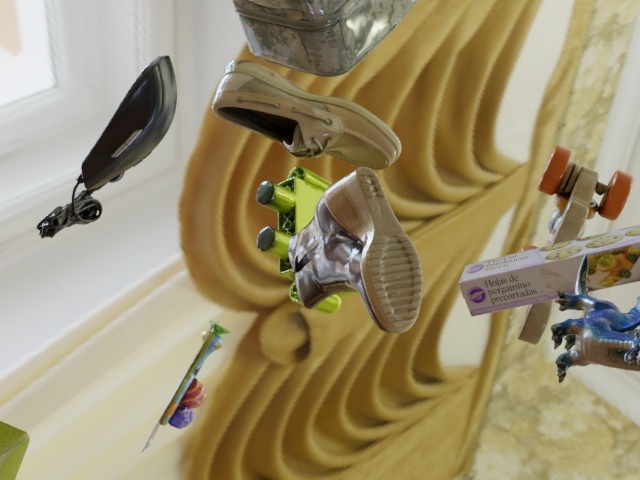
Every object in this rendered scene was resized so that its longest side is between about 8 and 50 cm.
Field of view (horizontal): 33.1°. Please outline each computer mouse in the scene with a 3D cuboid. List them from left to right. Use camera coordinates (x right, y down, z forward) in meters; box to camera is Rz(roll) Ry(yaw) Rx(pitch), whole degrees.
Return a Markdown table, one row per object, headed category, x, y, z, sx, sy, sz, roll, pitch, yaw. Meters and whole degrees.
| category | x | y | z | sx | sy | sz | roll | pitch | yaw |
| --- | --- | --- | --- | --- | --- | --- | --- | --- | --- |
| computer mouse | -0.237 | -0.106 | 1.321 | 0.060 | 0.262 | 0.184 | 36 | 8 | -3 |

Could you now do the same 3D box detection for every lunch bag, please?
| category | x | y | z | sx | sy | sz | roll | pitch | yaw |
| --- | --- | --- | --- | --- | --- | --- | --- | --- | --- |
| lunch bag | 0.009 | -0.425 | 1.523 | 0.212 | 0.305 | 0.256 | 25 | -30 | 36 |

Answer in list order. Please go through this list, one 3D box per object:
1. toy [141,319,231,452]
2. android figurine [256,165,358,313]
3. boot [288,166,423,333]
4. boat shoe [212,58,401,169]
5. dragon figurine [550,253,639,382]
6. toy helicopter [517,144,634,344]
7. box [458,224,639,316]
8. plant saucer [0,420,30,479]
| category | x | y | z | sx | sy | sz | roll | pitch | yaw |
| --- | --- | --- | --- | --- | --- | --- | --- | --- | --- |
| toy | -0.213 | 0.247 | 1.793 | 0.056 | 0.237 | 0.137 | 26 | -3 | 0 |
| android figurine | 0.000 | 0.000 | 1.802 | 0.056 | 0.273 | 0.248 | -22 | -120 | 36 |
| boot | 0.040 | 0.047 | 1.447 | 0.207 | 0.090 | 0.248 | -48 | -134 | 47 |
| boat shoe | -0.025 | -0.190 | 1.869 | 0.341 | 0.110 | 0.122 | 22 | -32 | -9 |
| dragon figurine | 0.356 | 0.102 | 1.278 | 0.144 | 0.289 | 0.085 | -4 | -72 | 20 |
| toy helicopter | 0.381 | 0.033 | 1.770 | 0.140 | 0.355 | 0.235 | 23 | -37 | 7 |
| box | 0.367 | 0.041 | 1.588 | 0.324 | 0.067 | 0.063 | -14 | -71 | 26 |
| plant saucer | -0.495 | 0.296 | 1.397 | 0.188 | 0.045 | 0.188 | 24 | -66 | -3 |
